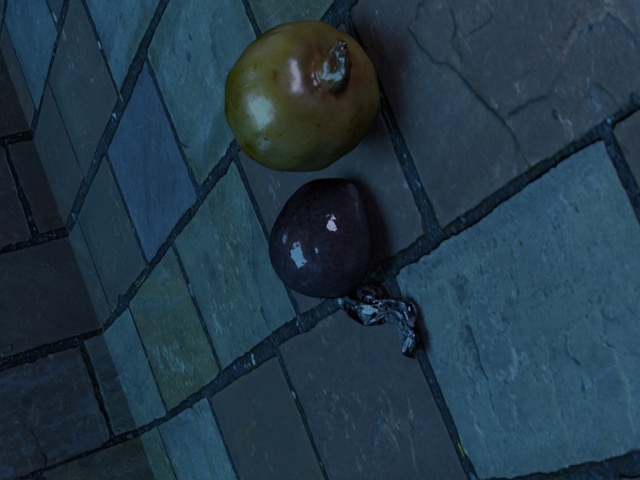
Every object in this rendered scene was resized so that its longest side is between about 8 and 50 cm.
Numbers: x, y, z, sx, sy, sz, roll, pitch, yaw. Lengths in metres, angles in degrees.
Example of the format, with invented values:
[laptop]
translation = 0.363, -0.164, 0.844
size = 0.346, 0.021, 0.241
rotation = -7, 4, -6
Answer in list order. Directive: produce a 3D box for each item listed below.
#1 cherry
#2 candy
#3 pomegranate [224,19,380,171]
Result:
[cherry]
translation = 0.001, -0.001, 1.434
size = 0.176, 0.140, 0.176
rotation = 177, 90, -71
[candy]
translation = 0.071, 0.103, 1.464
size = 0.226, 0.051, 0.094
rotation = 29, 134, 55
[pomegranate]
translation = -0.023, -0.180, 1.304
size = 0.207, 0.207, 0.207
rotation = 42, 141, 47
